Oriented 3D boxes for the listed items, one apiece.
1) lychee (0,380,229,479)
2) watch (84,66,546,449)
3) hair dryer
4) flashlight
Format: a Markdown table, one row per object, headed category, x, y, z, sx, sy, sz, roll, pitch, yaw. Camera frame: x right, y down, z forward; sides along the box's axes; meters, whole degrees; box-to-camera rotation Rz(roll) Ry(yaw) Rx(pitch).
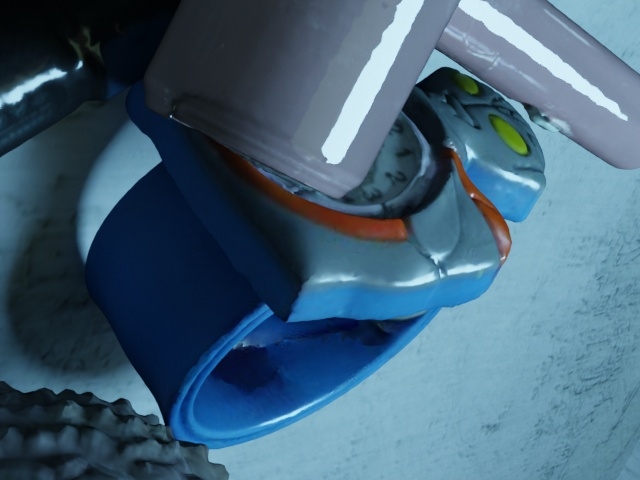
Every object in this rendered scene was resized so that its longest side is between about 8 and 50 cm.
| category | x | y | z | sx | sy | sz | roll | pitch | yaw |
| --- | --- | --- | --- | --- | --- | --- | --- | --- | --- |
| lychee | -0.201 | 0.270 | 0.656 | 0.380 | 0.380 | 0.432 | -11 | 147 | -49 |
| watch | 0.000 | 0.000 | 0.812 | 0.305 | 0.241 | 0.274 | -13 | 147 | -37 |
| hair dryer | 0.090 | -0.098 | 0.648 | 0.352 | 0.125 | 0.210 | 25 | 94 | -38 |
| flashlight | -0.154 | -0.099 | 0.615 | 0.424 | 0.103 | 0.103 | -37 | 145 | -23 |
